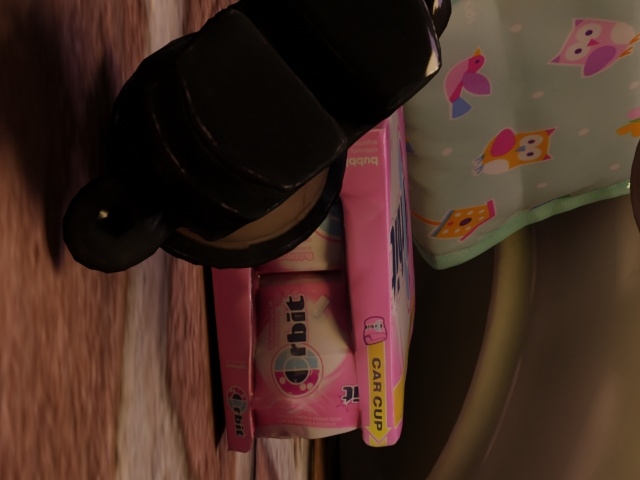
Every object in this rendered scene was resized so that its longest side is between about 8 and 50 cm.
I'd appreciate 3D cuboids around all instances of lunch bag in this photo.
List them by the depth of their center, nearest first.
[{"bbox_3d":[0.056,-0.157,0.925,0.223,0.160,0.262,72,-3,-58],"label":"lunch bag"}]

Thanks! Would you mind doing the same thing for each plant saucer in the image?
[{"bbox_3d":[0.095,0.069,1.078,0.400,0.101,0.400,-164,-90,-73],"label":"plant saucer"}]

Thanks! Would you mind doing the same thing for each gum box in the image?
[{"bbox_3d":[0.000,0.000,0.710,0.188,0.062,0.107,-70,157,-78],"label":"gum box"}]

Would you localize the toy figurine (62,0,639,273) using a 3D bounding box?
[{"bbox_3d":[0.047,0.042,0.435,0.148,0.213,0.209,154,-62,-78],"label":"toy figurine"}]
